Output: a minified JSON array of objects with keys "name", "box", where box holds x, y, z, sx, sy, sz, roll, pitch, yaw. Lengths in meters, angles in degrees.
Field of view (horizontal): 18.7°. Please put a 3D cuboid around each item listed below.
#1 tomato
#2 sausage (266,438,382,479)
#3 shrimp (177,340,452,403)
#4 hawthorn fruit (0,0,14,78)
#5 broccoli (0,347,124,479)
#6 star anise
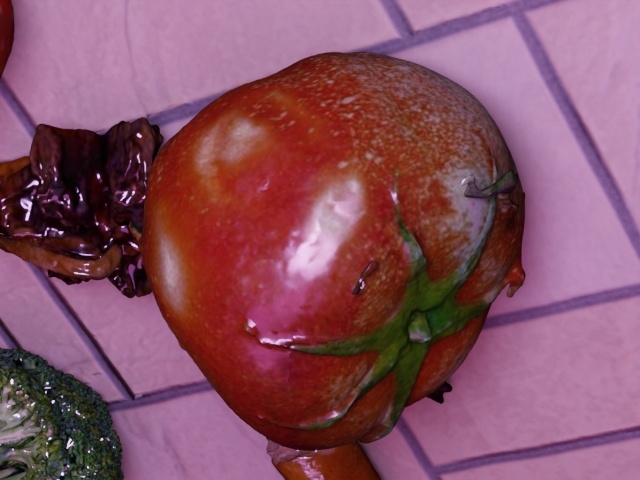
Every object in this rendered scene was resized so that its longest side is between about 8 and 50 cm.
[{"name":"tomato","box":[0.000,0.000,1.464,0.239,0.303,0.303,41,140,28]},{"name":"sausage","box":[0.029,0.279,1.824,0.102,0.076,0.302,2,128,29]},{"name":"shrimp","box":[-0.010,0.086,1.679,0.262,0.066,0.117,30,132,-26]},{"name":"hawthorn fruit","box":[-0.365,-0.169,1.495,0.258,0.258,0.262,26,114,-1]},{"name":"broccoli","box":[-0.305,0.217,1.812,0.269,0.241,0.261,55,153,10]},{"name":"star anise","box":[-0.176,-0.016,1.623,0.190,0.126,0.220,17,144,-31]}]
